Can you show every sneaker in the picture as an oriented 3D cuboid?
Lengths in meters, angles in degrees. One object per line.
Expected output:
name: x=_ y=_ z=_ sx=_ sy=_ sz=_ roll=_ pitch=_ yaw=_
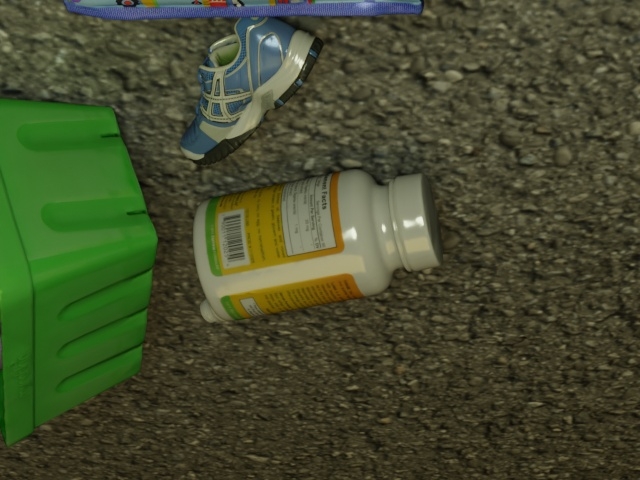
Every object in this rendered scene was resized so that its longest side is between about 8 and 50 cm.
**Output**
sneaker: x=-0.081 y=-0.147 z=1.293 sx=0.081 sy=0.080 sz=0.211 roll=34 pitch=136 yaw=-14

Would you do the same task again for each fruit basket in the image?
fruit basket: x=-0.373 y=0.028 z=1.388 sx=0.392 sy=0.283 sz=0.392 roll=-18 pitch=153 yaw=-9

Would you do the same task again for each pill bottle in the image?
pill bottle: x=0.000 y=0.000 z=1.459 sx=0.245 sy=0.136 sz=0.136 roll=-11 pitch=147 yaw=13
pill bottle: x=-0.106 y=0.071 z=1.654 sx=0.083 sy=0.043 sz=0.043 roll=-25 pitch=142 yaw=33

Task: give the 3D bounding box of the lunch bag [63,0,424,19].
lunch bag: x=-0.077 y=-0.264 z=0.961 sx=0.293 sy=0.138 sz=0.221 roll=-9 pitch=139 yaw=-7
